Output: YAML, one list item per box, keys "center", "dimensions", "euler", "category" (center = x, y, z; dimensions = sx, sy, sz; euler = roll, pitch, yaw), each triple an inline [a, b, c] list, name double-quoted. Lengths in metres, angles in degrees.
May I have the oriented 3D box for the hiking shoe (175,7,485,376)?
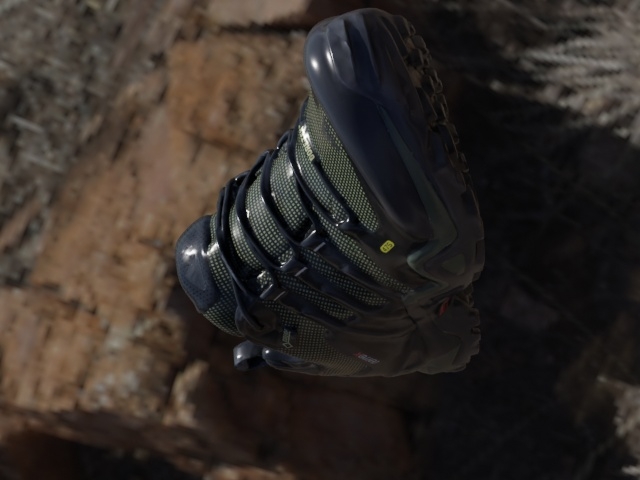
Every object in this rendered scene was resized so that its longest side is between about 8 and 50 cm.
- center: [0.000, 0.000, 0.751]
  dimensions: [0.114, 0.227, 0.086]
  euler: [-14, 59, -2]
  category: "hiking shoe"
